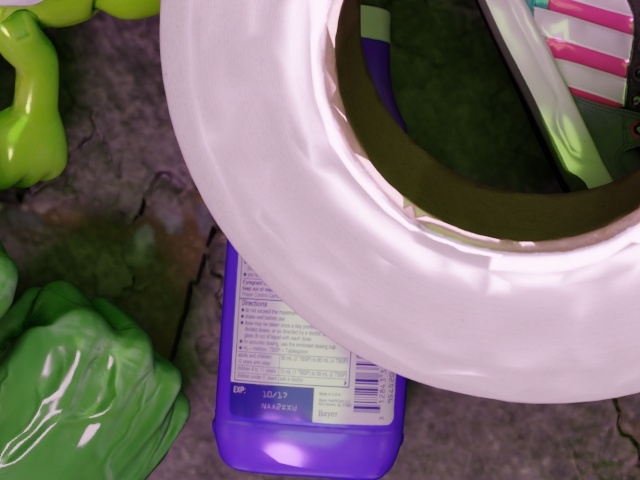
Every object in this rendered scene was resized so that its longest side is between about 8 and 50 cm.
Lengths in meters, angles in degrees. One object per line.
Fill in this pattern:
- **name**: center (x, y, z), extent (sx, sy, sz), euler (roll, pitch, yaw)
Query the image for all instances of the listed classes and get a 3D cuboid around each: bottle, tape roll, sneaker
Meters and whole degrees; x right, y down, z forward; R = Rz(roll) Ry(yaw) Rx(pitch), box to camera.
- **bottle**: center (0.000, 0.000, 1.204), extent (0.118, 0.092, 0.283), euler (3, 89, -3)
- **tape roll**: center (0.109, -0.098, 1.041), extent (0.392, 0.072, 0.392), euler (5, 116, 11)
- **sneaker**: center (0.201, -0.127, 1.211), extent (0.178, 0.124, 0.296), euler (-24, 91, 5)

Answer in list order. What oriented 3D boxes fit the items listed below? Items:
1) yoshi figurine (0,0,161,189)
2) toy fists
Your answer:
- **yoshi figurine**: center (-0.198, -0.139, 1.176), extent (0.362, 0.203, 0.203), euler (-33, 129, -16)
- **toy fists**: center (-0.199, 0.065, 1.151), extent (0.279, 0.096, 0.142), euler (35, 102, -29)
